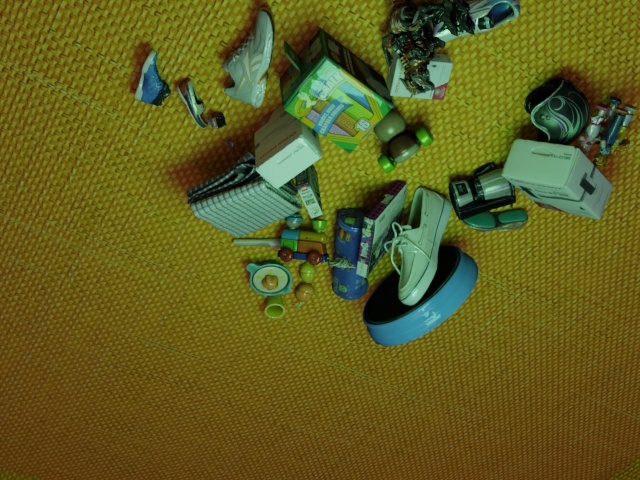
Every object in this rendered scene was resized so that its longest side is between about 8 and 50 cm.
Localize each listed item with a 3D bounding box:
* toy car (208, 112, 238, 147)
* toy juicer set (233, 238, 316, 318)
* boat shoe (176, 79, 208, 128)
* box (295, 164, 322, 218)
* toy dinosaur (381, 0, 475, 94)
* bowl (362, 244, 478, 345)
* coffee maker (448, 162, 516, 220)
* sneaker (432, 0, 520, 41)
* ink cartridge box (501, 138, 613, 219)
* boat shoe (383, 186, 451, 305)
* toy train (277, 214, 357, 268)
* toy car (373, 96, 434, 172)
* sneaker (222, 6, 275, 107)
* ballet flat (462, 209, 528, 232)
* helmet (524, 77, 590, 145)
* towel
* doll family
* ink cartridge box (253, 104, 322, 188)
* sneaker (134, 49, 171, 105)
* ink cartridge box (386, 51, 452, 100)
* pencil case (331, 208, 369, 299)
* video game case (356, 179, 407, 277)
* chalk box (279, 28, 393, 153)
[{"bbox_3d":[-0.270,-0.291,1.869,0.040,0.060,0.122,-6,128,19],"label":"toy car"},{"bbox_3d":[-0.124,0.109,2.181,0.209,0.090,0.329,-16,128,8],"label":"toy juicer set"},{"bbox_3d":[-0.330,-0.359,1.816,0.043,0.049,0.137,-22,123,9],"label":"boat shoe"},{"bbox_3d":[-0.036,-0.167,1.894,0.036,0.207,0.114,-19,128,9],"label":"box"},{"bbox_3d":[0.236,-0.522,1.653,0.218,0.164,0.322,-5,126,32],"label":"toy dinosaur"},{"bbox_3d":[0.294,0.156,2.084,0.391,0.391,0.077,-33,106,20],"label":"bowl"},{"bbox_3d":[0.480,-0.128,2.034,0.178,0.120,0.171,-17,129,9],"label":"coffee maker"},{"bbox_3d":[0.379,-0.550,1.710,0.237,0.086,0.085,-19,129,11],"label":"sneaker"},{"bbox_3d":[0.660,-0.169,1.910,0.272,0.197,0.114,26,84,-45],"label":"ink cartridge box"},{"bbox_3d":[0.263,0.000,1.988,0.156,0.367,0.136,29,157,-17],"label":"boat shoe"},{"bbox_3d":[0.000,0.000,2.051,0.247,0.105,0.144,6,96,14],"label":"toy train"},{"bbox_3d":[0.195,-0.308,1.884,0.155,0.149,0.188,-34,95,16],"label":"toy car"},{"bbox_3d":[-0.183,-0.459,1.722,0.121,0.099,0.263,10,126,-8],"label":"sneaker"},{"bbox_3d":[0.542,-0.051,2.137,0.206,0.073,0.067,-2,143,1],"label":"ballet flat"},{"bbox_3d":[0.643,-0.337,1.858,0.169,0.169,0.161,-37,108,22],"label":"helmet"},{"bbox_3d":[-0.210,-0.121,1.907,0.235,0.121,0.283,-21,161,17],"label":"towel"},{"bbox_3d":[0.784,-0.283,1.856,0.118,0.263,0.163,29,120,24],"label":"doll family"},{"bbox_3d":[-0.089,-0.262,1.806,0.158,0.218,0.092,-33,124,20],"label":"ink cartridge box"},{"bbox_3d":[-0.417,-0.411,1.755,0.084,0.058,0.152,20,128,-13],"label":"sneaker"},{"bbox_3d":[0.257,-0.434,1.803,0.150,0.063,0.109,3,128,-8],"label":"ink cartridge box"},{"bbox_3d":[0.103,0.037,2.129,0.119,0.133,0.306,23,131,22],"label":"pencil case"},{"bbox_3d":[0.181,-0.036,2.019,0.041,0.232,0.210,21,131,20],"label":"video game case"},{"bbox_3d":[0.012,-0.393,1.740,0.289,0.180,0.179,30,119,-25],"label":"chalk box"}]
